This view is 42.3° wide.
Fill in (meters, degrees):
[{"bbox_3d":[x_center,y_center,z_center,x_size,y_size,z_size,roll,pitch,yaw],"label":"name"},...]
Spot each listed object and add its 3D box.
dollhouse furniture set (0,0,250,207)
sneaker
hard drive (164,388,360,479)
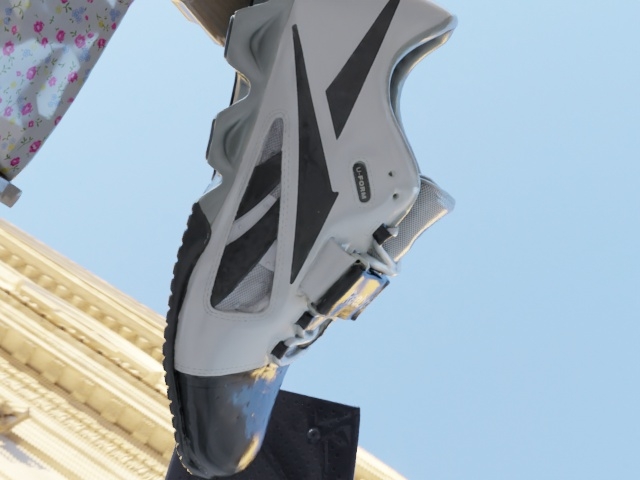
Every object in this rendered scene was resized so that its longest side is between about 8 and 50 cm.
[{"bbox_3d":[-0.139,-0.069,0.326,0.173,0.355,0.303,28,-97,30],"label":"dollhouse furniture set"},{"bbox_3d":[0.000,0.000,0.499,0.146,0.122,0.331,14,-82,9],"label":"sneaker"},{"bbox_3d":[-0.061,0.259,0.735,0.172,0.054,0.255,10,-103,16],"label":"hard drive"}]
